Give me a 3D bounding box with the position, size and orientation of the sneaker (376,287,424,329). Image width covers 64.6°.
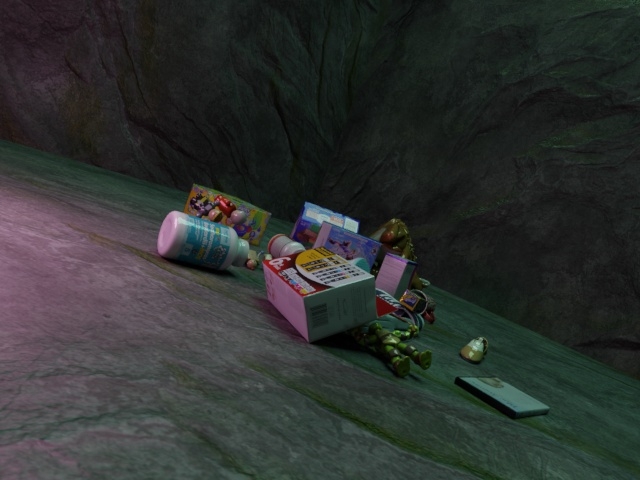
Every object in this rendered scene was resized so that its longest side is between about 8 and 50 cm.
[{"bbox_3d":[0.228,0.244,1.793,0.282,0.099,0.153,26,5,19],"label":"sneaker"}]

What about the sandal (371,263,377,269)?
[{"bbox_3d":[0.202,0.161,2.575,0.302,0.086,0.120,-2,58,-49],"label":"sandal"}]

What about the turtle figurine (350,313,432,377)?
[{"bbox_3d":[0.173,0.274,1.336,0.269,0.087,0.217,6,17,-30],"label":"turtle figurine"}]

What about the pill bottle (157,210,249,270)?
[{"bbox_3d":[-0.360,0.010,1.585,0.264,0.146,0.146,17,7,-34],"label":"pill bottle"}]

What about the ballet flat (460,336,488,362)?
[{"bbox_3d":[0.553,0.382,1.809,0.080,0.073,0.232,23,6,24],"label":"ballet flat"}]

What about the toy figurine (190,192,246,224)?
[{"bbox_3d":[-0.392,-0.054,1.821,0.148,0.213,0.209,40,14,17],"label":"toy figurine"}]

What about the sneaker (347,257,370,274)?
[{"bbox_3d":[0.025,0.162,1.852,0.208,0.127,0.319,-10,8,37],"label":"sneaker"}]

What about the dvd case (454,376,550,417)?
[{"bbox_3d":[0.508,0.430,1.409,0.253,0.022,0.180,16,8,-46],"label":"dvd case"}]

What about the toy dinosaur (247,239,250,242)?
[{"bbox_3d":[-0.324,0.019,2.108,0.047,0.090,0.082,6,-27,1],"label":"toy dinosaur"}]

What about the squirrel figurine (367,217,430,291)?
[{"bbox_3d":[0.398,0.100,2.555,0.370,0.281,0.397,54,32,-6],"label":"squirrel figurine"}]

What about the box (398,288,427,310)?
[{"bbox_3d":[0.327,0.214,1.781,0.059,0.054,0.169,34,2,22],"label":"box"}]

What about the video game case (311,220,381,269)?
[{"bbox_3d":[0.091,0.076,2.170,0.269,0.244,0.061,21,9,-7],"label":"video game case"}]

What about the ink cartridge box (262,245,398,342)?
[{"bbox_3d":[0.021,0.125,1.397,0.271,0.130,0.309,-14,20,-22],"label":"ink cartridge box"}]

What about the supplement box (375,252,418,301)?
[{"bbox_3d":[0.310,0.177,2.153,0.114,0.220,0.111,23,5,35],"label":"supplement box"}]

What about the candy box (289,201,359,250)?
[{"bbox_3d":[0.000,0.000,2.328,0.268,0.122,0.317,19,-38,-7],"label":"candy box"}]

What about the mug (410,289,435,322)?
[{"bbox_3d":[0.443,0.299,2.233,0.113,0.150,0.169,-16,-17,24],"label":"mug"}]

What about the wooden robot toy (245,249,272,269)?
[{"bbox_3d":[-0.255,0.081,1.869,0.173,0.076,0.079,17,42,-41],"label":"wooden robot toy"}]

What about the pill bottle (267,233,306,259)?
[{"bbox_3d":[-0.134,0.054,2.176,0.121,0.121,0.221,18,6,-31],"label":"pill bottle"}]

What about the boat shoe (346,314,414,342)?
[{"bbox_3d":[0.157,0.257,1.502,0.302,0.109,0.094,21,-21,-39],"label":"boat shoe"}]

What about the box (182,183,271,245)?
[{"bbox_3d":[-0.448,-0.121,2.426,0.279,0.177,0.290,25,6,38],"label":"box"}]
